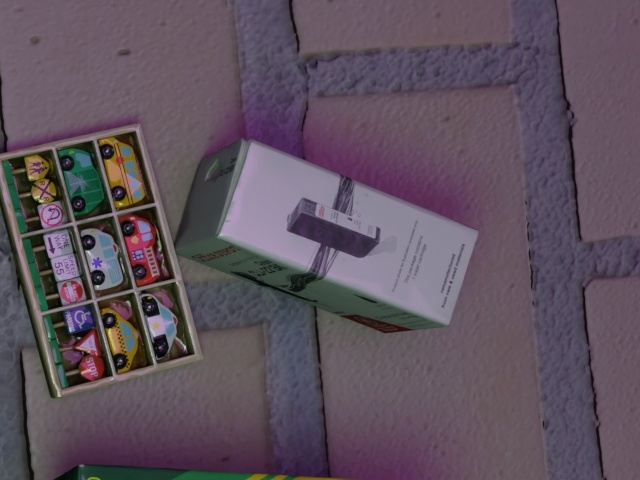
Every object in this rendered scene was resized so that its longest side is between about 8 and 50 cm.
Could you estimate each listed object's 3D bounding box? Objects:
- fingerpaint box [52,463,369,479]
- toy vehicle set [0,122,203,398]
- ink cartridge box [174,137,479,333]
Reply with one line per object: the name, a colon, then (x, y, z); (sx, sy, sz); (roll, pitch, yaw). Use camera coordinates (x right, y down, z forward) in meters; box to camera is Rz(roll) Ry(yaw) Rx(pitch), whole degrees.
fingerpaint box: (-0.075, 0.451, 1.761); (0.371, 0.163, 0.445); (6, 75, -17)
toy vehicle set: (-0.241, 0.021, 1.966); (0.166, 0.035, 0.267); (-15, 90, -19)
ink cartridge box: (0.000, 0.000, 1.963); (0.273, 0.197, 0.114); (22, 78, -15)
